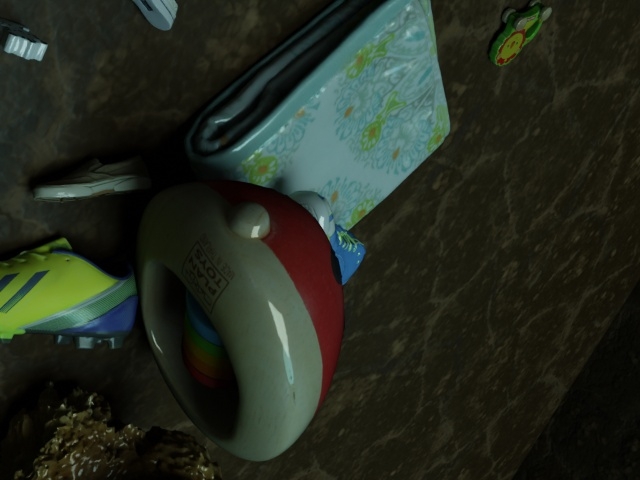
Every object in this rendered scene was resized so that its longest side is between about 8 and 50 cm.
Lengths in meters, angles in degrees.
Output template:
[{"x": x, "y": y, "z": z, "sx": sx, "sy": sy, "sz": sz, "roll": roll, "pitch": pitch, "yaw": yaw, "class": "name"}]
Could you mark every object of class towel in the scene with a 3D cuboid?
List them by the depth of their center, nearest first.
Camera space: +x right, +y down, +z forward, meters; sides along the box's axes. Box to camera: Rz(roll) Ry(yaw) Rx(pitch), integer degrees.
[{"x": 0.014, "y": -0.132, "z": 1.219, "sx": 0.374, "sy": 0.090, "sz": 0.320, "roll": -41, "pitch": 146, "yaw": -14, "class": "towel"}]

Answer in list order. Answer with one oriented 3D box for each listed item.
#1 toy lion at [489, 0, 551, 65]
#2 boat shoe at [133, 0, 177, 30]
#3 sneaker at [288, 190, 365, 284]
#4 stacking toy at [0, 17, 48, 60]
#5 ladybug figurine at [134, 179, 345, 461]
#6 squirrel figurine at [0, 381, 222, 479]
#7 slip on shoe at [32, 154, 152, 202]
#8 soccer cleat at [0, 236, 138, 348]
[{"x": 0.303, "y": -0.316, "z": 1.448, "sx": 0.100, "sy": 0.034, "sz": 0.096, "roll": -28, "pitch": 148, "yaw": -33, "class": "toy lion"}, {"x": -0.169, "y": -0.252, "z": 0.925, "sx": 0.100, "sy": 0.035, "sz": 0.035, "roll": 55, "pitch": 50, "yaw": -53, "class": "boat shoe"}, {"x": 0.000, "y": 0.000, "z": 1.197, "sx": 0.126, "sy": 0.091, "sz": 0.240, "roll": -39, "pitch": 158, "yaw": -31, "class": "sneaker"}, {"x": -0.356, "y": -0.122, "z": 0.802, "sx": 0.221, "sy": 0.052, "sz": 0.167, "roll": 5, "pitch": 119, "yaw": -52, "class": "stacking toy"}, {"x": -0.086, "y": 0.084, "z": 1.085, "sx": 0.162, "sy": 0.305, "sz": 0.449, "roll": -29, "pitch": 161, "yaw": -26, "class": "ladybug figurine"}, {"x": -0.295, "y": 0.380, "z": 1.110, "sx": 0.370, "sy": 0.397, "sz": 0.281, "roll": 2, "pitch": 138, "yaw": -14, "class": "squirrel figurine"}, {"x": -0.245, "y": -0.067, "z": 1.009, "sx": 0.135, "sy": 0.051, "sz": 0.041, "roll": -10, "pitch": 91, "yaw": -36, "class": "slip on shoe"}, {"x": -0.320, "y": 0.051, "z": 1.015, "sx": 0.289, "sy": 0.093, "sz": 0.121, "roll": 13, "pitch": 82, "yaw": -51, "class": "soccer cleat"}]
